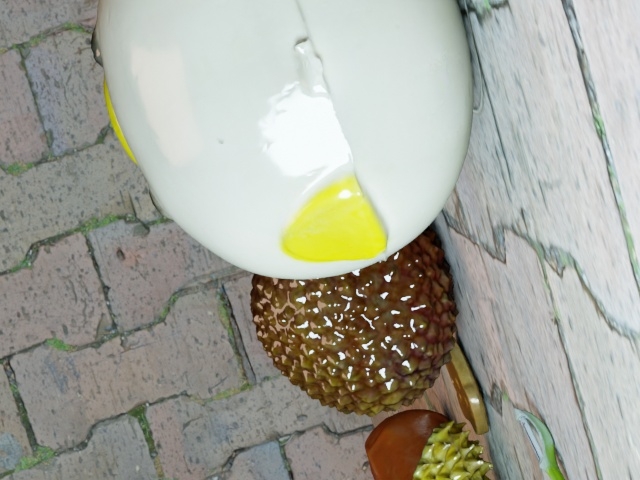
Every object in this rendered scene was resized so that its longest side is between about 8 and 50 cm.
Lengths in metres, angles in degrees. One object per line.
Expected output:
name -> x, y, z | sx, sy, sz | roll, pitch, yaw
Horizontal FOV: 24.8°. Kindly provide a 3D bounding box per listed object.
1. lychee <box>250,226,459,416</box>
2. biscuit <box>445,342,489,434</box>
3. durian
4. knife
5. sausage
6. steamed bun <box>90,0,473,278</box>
lychee -> 0.049, 0.076, 1.727 | 0.267, 0.267, 0.267 | 162, 90, -86
biscuit -> 0.184, 0.184, 1.838 | 0.118, 0.023, 0.140 | 74, 175, -54
durian -> 0.164, 0.329, 1.824 | 0.305, 0.185, 0.196 | 58, -148, -57
knife -> 0.232, 0.231, 1.415 | 0.022, 0.026, 0.184 | 19, -145, -42
sausage -> 0.157, 0.366, 2.159 | 0.268, 0.141, 0.153 | -109, 3, -50
steamed bun -> -0.028, -0.151, 1.230 | 0.334, 0.334, 0.374 | -130, 17, -79
